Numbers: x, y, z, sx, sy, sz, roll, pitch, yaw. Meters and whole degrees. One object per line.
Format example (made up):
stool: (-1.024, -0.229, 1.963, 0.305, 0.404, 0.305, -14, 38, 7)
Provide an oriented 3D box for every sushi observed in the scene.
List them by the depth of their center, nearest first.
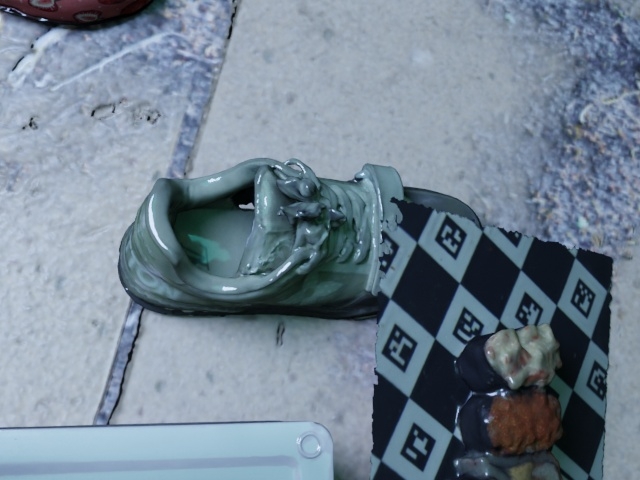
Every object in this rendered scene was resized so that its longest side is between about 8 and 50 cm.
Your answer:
sushi: (0.150, 0.125, 0.665, 0.264, 0.050, 0.290, 14, 74, -35)

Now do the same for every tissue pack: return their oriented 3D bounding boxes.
tissue pack: (-0.121, 0.199, 0.598, 0.246, 0.136, 0.160, 2, 77, -11)

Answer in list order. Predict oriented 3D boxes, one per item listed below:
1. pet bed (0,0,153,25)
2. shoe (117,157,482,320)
pet bed: (-0.205, -0.263, 0.727, 0.201, 0.053, 0.201, 4, 76, -17)
shoe: (0.000, -0.003, 0.664, 0.292, 0.149, 0.109, -5, 77, -13)
